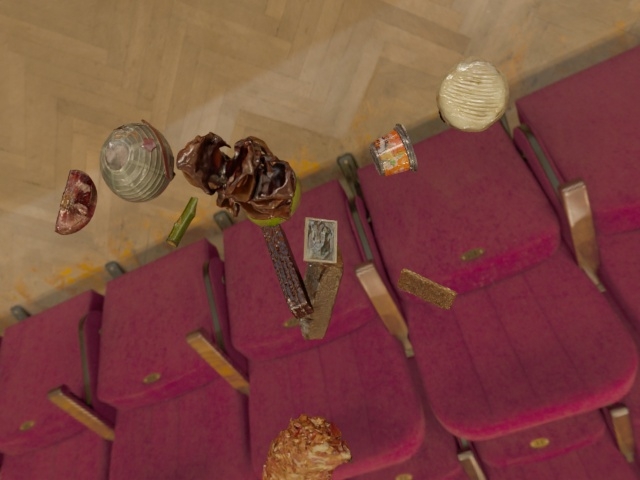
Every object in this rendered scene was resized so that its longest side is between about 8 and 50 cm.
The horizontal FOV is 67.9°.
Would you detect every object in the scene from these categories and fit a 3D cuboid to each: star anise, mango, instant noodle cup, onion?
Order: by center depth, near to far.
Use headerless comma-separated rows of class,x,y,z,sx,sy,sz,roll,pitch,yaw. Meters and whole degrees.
star anise,-0.133,-0.108,0.765,0.190,0.125,0.220,7,170,-5
mango,-0.141,-0.127,1.440,0.156,0.343,0.192,44,86,5
onion,-0.749,-0.112,1.473,0.098,0.151,0.206,14,85,-26
instant noodle cup,0.243,-0.298,1.641,0.125,0.177,0.208,-21,132,3

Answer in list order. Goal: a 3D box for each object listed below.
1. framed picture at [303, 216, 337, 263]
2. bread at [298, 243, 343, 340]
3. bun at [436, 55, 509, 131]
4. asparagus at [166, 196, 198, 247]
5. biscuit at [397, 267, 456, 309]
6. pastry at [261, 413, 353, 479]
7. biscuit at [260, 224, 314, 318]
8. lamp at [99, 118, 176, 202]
framed picture,0.000,0.000,0.916,0.066,0.089,0.006,7,159,-12
bread,-0.007,0.184,1.786,0.113,0.165,0.416,-1,131,-16
bun,0.494,-0.472,1.562,0.239,0.141,0.239,7,113,17
asparagus,-0.433,-0.061,1.510,0.045,0.178,0.041,29,151,-14
biscuit,0.415,0.194,1.881,0.231,0.025,0.131,25,145,16
pastry,-0.023,0.266,0.597,0.087,0.063,0.169,20,130,-15
biscuit,-0.123,0.090,1.695,0.073,0.388,0.107,-23,150,1
lamp,-0.594,-0.257,1.559,0.233,0.233,0.265,-20,84,13
